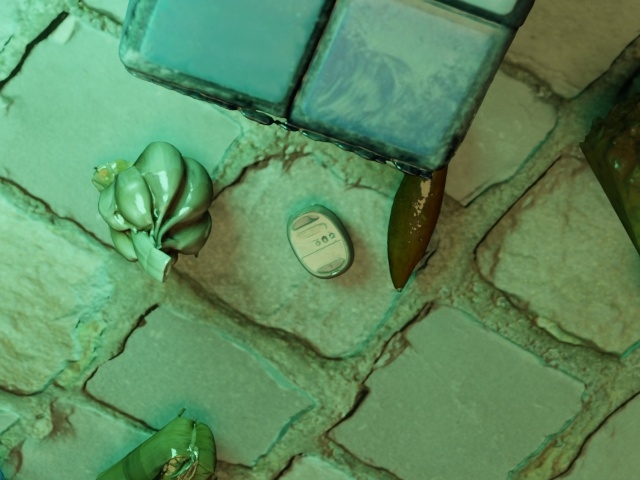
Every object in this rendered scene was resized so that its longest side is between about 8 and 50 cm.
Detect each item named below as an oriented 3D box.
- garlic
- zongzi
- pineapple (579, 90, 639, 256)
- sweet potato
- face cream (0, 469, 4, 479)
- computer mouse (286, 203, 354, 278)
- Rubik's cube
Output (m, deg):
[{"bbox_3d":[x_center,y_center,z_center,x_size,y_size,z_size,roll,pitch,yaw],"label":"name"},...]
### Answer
[{"bbox_3d":[-0.171,-0.027,1.417,0.127,0.194,0.131,-17,116,-3],"label":"garlic"},{"bbox_3d":[-0.167,0.327,1.683,0.197,0.099,0.194,37,120,-20],"label":"zongzi"},{"bbox_3d":[0.455,-0.117,1.389,0.362,0.202,0.202,-32,119,5],"label":"pineapple"},{"bbox_3d":[0.112,-0.058,1.485,0.057,0.057,0.264,8,118,-7],"label":"sweet potato"},{"bbox_3d":[-0.468,0.306,1.668,0.149,0.083,0.264,-13,122,9],"label":"face cream"},{"bbox_3d":[0.000,-0.001,1.524,0.066,0.039,0.096,-25,112,12],"label":"computer mouse"},{"bbox_3d":[0.021,-0.296,1.178,0.316,0.313,0.318,19,121,-14],"label":"Rubik's cube"}]
